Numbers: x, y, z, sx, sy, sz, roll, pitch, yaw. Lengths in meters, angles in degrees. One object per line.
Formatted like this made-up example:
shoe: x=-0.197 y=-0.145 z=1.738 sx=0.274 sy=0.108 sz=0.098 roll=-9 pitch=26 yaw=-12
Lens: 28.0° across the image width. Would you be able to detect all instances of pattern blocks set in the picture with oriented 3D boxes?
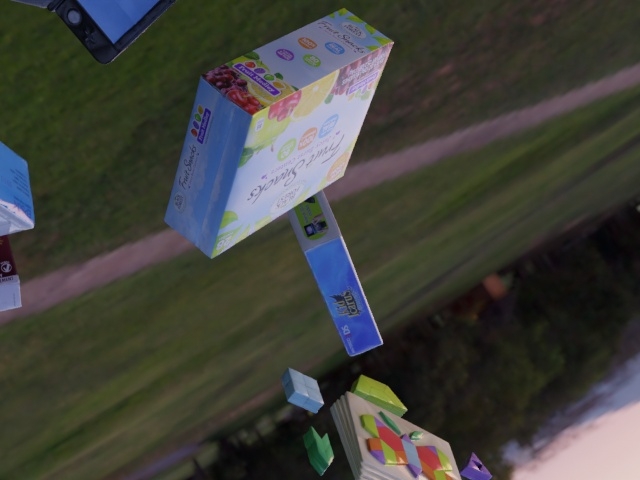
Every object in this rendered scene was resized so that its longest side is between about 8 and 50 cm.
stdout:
pattern blocks set: x=0.102 y=0.264 z=1.548 sx=0.325 sy=0.285 sz=0.026 roll=22 pitch=116 yaw=-37

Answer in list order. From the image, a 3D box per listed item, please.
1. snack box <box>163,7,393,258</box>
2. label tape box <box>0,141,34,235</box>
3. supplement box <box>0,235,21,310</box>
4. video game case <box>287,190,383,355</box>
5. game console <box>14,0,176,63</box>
snack box: x=-0.039 y=-0.102 z=1.188 sx=0.207 sy=0.070 sz=0.174 roll=-32 pitch=153 yaw=-43
label tape box: x=-0.563 y=-0.054 z=1.603 sx=0.334 sy=0.105 sz=0.240 roll=-14 pitch=161 yaw=9
supplement box: x=-0.505 y=-0.010 z=1.787 sx=0.130 sy=0.239 sz=0.073 roll=-13 pitch=150 yaw=-17
video game case: x=0.000 y=0.000 z=1.883 sx=0.061 sy=0.244 sz=0.269 roll=-22 pitch=139 yaw=0
game console: x=-0.221 y=-0.243 z=1.232 sx=0.144 sy=0.124 sz=0.085 roll=-35 pitch=-172 yaw=32
